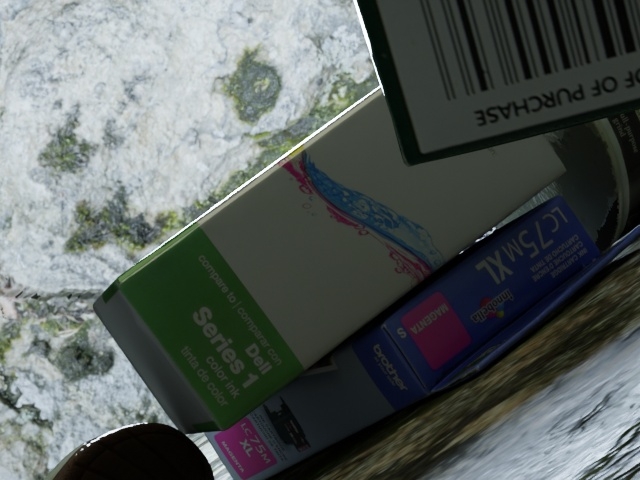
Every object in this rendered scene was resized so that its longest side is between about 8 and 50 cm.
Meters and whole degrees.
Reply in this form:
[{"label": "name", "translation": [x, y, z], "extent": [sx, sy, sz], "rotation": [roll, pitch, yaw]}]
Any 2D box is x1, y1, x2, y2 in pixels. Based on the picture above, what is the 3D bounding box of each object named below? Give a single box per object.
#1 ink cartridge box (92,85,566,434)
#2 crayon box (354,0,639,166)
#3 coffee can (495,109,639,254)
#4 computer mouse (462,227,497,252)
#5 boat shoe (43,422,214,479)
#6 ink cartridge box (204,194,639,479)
[{"label": "ink cartridge box", "translation": [0.000, 0.000, 1.241], "extent": [0.278, 0.117, 0.201], "rotation": [-36, 1, -13]}, {"label": "crayon box", "translation": [0.195, -0.165, 0.666], "extent": [0.363, 0.106, 0.313], "rotation": [-14, 20, 10]}, {"label": "coffee can", "translation": [0.235, -0.137, 1.373], "extent": [0.275, 0.201, 0.201], "rotation": [-34, 0, -24]}, {"label": "computer mouse", "translation": [0.249, -0.059, 1.858], "extent": [0.272, 0.072, 0.188], "rotation": [-47, 8, -25]}, {"label": "boat shoe", "translation": [-0.163, 0.198, 1.186], "extent": [0.095, 0.095, 0.257], "rotation": [-41, -4, 34]}, {"label": "ink cartridge box", "translation": [0.063, 0.066, 1.281], "extent": [0.186, 0.065, 0.311], "rotation": [-34, 2, -35]}]
